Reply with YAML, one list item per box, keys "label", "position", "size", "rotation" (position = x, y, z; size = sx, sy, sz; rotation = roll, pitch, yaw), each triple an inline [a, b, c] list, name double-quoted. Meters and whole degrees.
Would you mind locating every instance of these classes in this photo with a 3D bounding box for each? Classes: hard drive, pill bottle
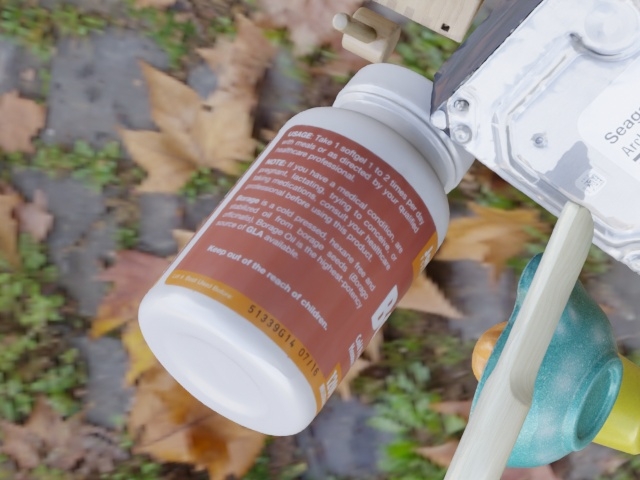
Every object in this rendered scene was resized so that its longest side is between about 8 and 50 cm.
- label: "hard drive"
  position: [0.263, -0.061, 1.078]
  size: [0.339, 0.064, 0.237]
  rotation: [36, 120, -15]
- label: "pill bottle"
  position: [0.000, 0.000, 1.125]
  size: [0.121, 0.121, 0.216]
  rotation: [29, 64, 18]

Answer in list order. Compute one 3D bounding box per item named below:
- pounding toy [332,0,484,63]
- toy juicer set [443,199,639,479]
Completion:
- label: "pounding toy"
  position: [0.084, -0.187, 1.302]
  size: [0.094, 0.181, 0.206]
  rotation: [27, 141, 4]
- label: "toy juicer set"
  position: [0.118, 0.115, 1.182]
  size: [0.089, 0.329, 0.209]
  rotation: [26, 77, 26]
